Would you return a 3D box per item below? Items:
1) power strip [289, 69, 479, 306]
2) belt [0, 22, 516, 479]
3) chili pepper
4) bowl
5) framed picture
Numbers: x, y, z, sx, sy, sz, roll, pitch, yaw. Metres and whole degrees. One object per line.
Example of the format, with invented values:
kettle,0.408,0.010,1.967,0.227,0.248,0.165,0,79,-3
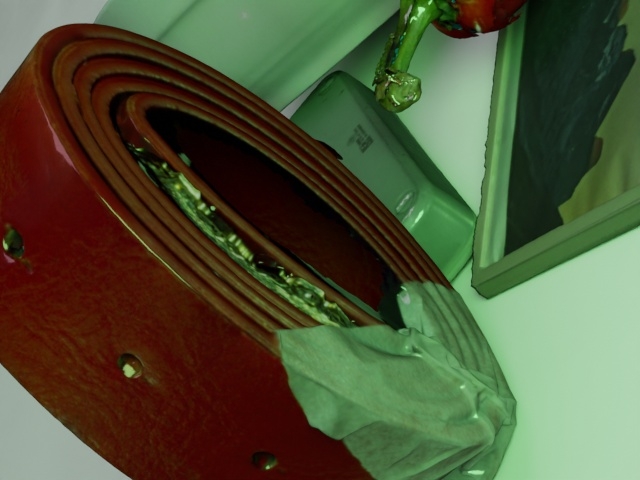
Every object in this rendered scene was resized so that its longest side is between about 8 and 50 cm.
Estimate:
power strip,0.000,0.000,0.912,0.193,0.059,0.265,-50,27,13
belt,-0.040,0.028,0.682,0.115,0.324,0.227,-45,14,27
chili pepper,0.133,-0.239,0.832,0.387,0.110,0.110,-53,24,-11
bowl,-0.026,-0.199,1.012,0.287,0.144,0.287,-41,6,6
framed picture,0.168,-0.107,0.769,0.192,0.018,0.265,-34,36,46
